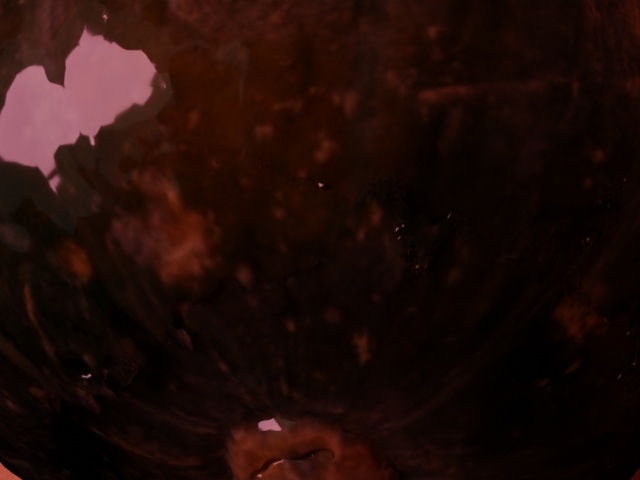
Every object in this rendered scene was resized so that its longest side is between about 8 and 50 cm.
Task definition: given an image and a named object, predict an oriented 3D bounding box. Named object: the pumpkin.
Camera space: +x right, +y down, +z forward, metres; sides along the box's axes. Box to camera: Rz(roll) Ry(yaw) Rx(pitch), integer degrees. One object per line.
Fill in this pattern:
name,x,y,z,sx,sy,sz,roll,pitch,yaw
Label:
pumpkin,0.000,0.000,0.862,0.454,0.454,0.344,-43,37,39
